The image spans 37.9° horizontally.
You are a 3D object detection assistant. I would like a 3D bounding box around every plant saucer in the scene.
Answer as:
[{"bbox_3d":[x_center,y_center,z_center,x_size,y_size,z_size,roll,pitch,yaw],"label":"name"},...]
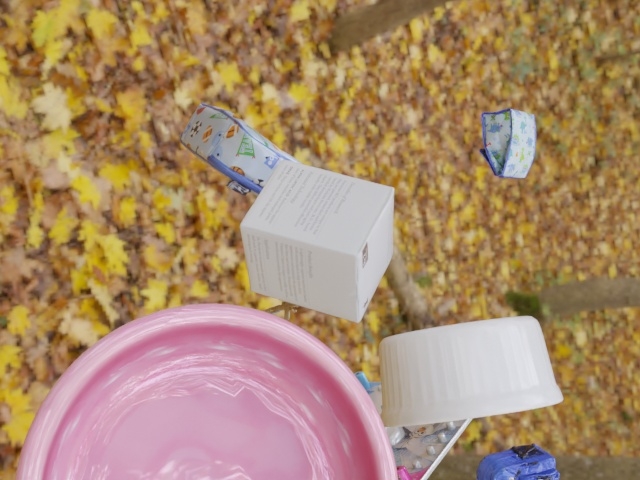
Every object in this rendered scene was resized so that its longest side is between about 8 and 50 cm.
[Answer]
[{"bbox_3d":[-0.097,0.225,0.822,0.084,0.332,0.332,131,-35,-64],"label":"plant saucer"}]

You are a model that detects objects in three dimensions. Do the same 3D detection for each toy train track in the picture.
[{"bbox_3d":[-0.061,0.107,1.452,0.014,0.083,0.048,26,56,-41],"label":"toy train track"}]

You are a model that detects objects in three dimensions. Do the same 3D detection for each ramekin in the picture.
[{"bbox_3d":[0.220,0.199,1.422,0.277,0.277,0.135,9,71,-62],"label":"ramekin"}]

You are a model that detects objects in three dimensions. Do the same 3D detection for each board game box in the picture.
[{"bbox_3d":[0.091,0.371,1.810,0.390,0.390,0.050,-39,112,-43],"label":"board game box"}]

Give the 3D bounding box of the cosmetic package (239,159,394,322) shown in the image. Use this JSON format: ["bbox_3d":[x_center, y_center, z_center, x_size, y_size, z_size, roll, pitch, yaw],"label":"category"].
[{"bbox_3d":[0.000,0.000,1.375,0.151,0.184,0.151,87,25,-48],"label":"cosmetic package"}]

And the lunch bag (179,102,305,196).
[{"bbox_3d":[-0.132,-0.154,1.827,0.243,0.303,0.115,32,96,-34],"label":"lunch bag"}]

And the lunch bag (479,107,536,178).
[{"bbox_3d":[0.431,-0.218,2.129,0.129,0.096,0.151,-2,87,-50],"label":"lunch bag"}]

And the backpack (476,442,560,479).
[{"bbox_3d":[0.318,0.389,1.505,0.101,0.120,0.098,-155,-116,-69],"label":"backpack"}]
